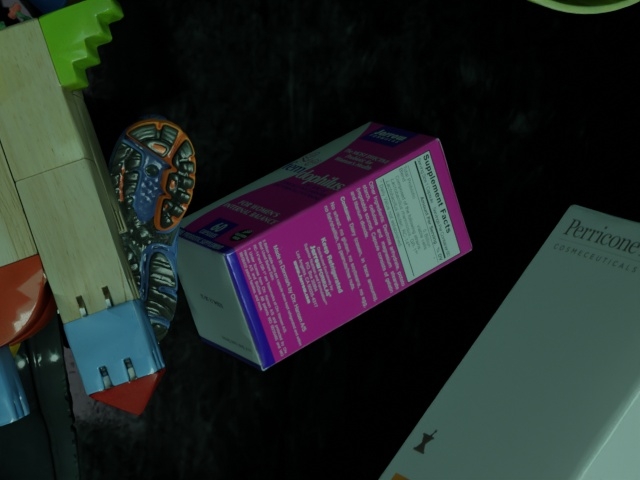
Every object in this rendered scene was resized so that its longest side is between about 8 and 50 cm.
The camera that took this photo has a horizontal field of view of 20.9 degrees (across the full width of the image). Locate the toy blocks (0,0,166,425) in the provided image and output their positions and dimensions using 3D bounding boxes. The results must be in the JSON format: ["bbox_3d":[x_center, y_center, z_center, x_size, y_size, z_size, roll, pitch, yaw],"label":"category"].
[{"bbox_3d":[-0.272,0.027,1.144,0.381,0.191,0.261,-18,89,1],"label":"toy blocks"}]

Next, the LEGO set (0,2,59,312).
[{"bbox_3d":[-0.245,-0.081,1.305,0.132,0.107,0.287,1,97,-67],"label":"LEGO set"}]

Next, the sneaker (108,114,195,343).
[{"bbox_3d":[-0.145,0.000,1.375,0.083,0.087,0.221,16,110,-11],"label":"sneaker"}]

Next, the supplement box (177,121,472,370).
[{"bbox_3d":[0.000,0.000,1.445,0.220,0.111,0.114,-28,114,-24],"label":"supplement box"}]

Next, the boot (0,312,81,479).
[{"bbox_3d":[-0.289,0.143,1.311,0.207,0.094,0.246,-7,139,-7],"label":"boot"}]

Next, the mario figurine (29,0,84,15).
[{"bbox_3d":[-0.256,-0.283,1.167,0.320,0.198,0.170,33,66,-20],"label":"mario figurine"}]

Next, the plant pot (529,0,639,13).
[{"bbox_3d":[0.120,-0.325,1.335,0.274,0.293,0.275,-8,106,-31],"label":"plant pot"}]

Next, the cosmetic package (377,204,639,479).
[{"bbox_3d":[0.212,0.207,1.555,0.161,0.230,0.453,43,77,-31],"label":"cosmetic package"}]
